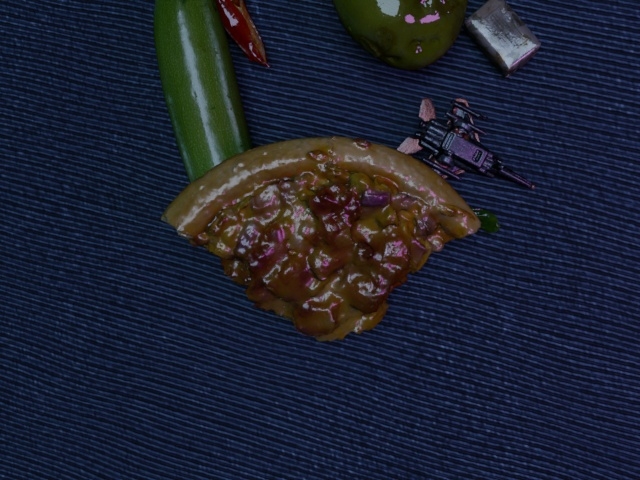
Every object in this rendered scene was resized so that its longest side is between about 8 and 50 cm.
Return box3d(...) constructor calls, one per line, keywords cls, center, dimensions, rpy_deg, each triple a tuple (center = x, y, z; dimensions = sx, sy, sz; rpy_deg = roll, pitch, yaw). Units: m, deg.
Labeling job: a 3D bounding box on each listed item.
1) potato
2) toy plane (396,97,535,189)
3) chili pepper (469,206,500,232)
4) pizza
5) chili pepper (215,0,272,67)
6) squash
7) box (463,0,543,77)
box3d(cls="potato", center=(0.101, -0.352, 0.897), dimensions=(0.186, 0.148, 0.253), rpy_deg=(-25, 85, 9))
box3d(cls="toy plane", center=(0.205, -0.114, 0.917), dimensions=(0.189, 0.061, 0.130), rpy_deg=(27, 91, 9))
box3d(cls="chili pepper", center=(0.200, -0.029, 0.935), dimensions=(0.091, 0.034, 0.030), rpy_deg=(7, 122, 8))
box3d(cls="pizza", center=(0.000, 0.000, 0.884), dimensions=(0.408, 0.114, 0.278), rpy_deg=(7, 104, -3))
box3d(cls="chili pepper", center=(-0.142, -0.358, 0.987), dimensions=(0.050, 0.059, 0.268), rpy_deg=(-32, 85, 48))
box3d(cls="squash", center=(-0.159, -0.181, 0.951), dimensions=(0.107, 0.107, 0.395), rpy_deg=(-15, 91, 8))
box3d(cls="box", center=(0.246, -0.277, 0.925), dimensions=(0.062, 0.045, 0.098), rpy_deg=(-41, 84, 6))
